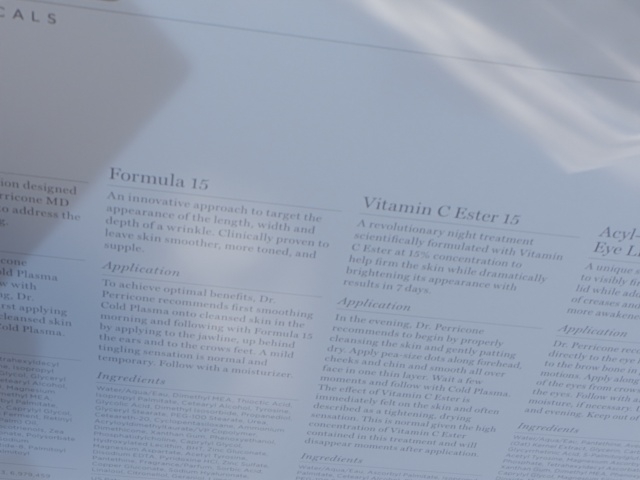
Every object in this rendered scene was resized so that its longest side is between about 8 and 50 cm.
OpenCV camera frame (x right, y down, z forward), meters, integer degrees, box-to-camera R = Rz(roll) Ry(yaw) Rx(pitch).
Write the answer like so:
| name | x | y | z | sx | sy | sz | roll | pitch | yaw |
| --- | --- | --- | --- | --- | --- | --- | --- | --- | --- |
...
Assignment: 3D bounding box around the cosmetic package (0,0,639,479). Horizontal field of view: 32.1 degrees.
| name | x | y | z | sx | sy | sz | roll | pitch | yaw |
| --- | --- | --- | --- | --- | --- | --- | --- | --- | --- |
| cosmetic package | 0.000 | 0.000 | 0.418 | 0.377 | 0.284 | 0.097 | 6 | -138 | -8 |
